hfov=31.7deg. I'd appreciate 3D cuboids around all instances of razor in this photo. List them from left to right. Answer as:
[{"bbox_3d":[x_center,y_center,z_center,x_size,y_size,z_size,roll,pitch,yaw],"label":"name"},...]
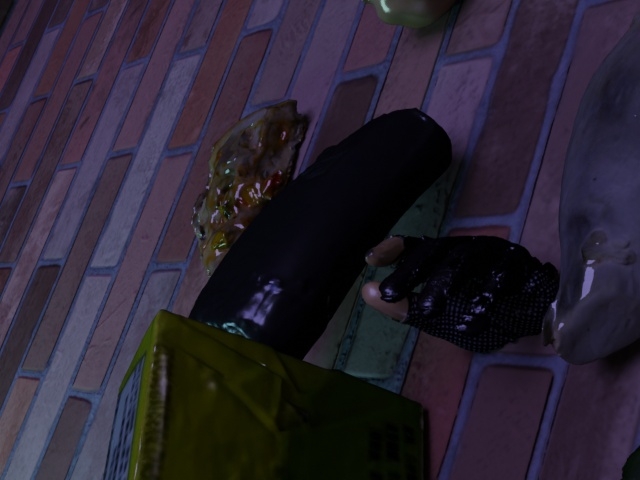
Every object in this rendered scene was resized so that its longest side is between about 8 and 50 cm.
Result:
[{"bbox_3d":[-0.002,-0.004,1.166,0.327,0.107,0.189,-50,18,-30],"label":"razor"}]

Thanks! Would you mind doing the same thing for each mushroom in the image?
[{"bbox_3d":[0.260,-0.056,0.973,0.109,0.097,0.351,-13,52,47],"label":"mushroom"}]

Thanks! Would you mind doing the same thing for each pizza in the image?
[{"bbox_3d":[-0.112,-0.044,1.470,0.189,0.071,0.297,-17,52,45],"label":"pizza"}]

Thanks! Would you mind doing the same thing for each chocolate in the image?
[{"bbox_3d":[-0.058,0.251,0.983,0.137,0.289,0.300,-39,37,44],"label":"chocolate"}]

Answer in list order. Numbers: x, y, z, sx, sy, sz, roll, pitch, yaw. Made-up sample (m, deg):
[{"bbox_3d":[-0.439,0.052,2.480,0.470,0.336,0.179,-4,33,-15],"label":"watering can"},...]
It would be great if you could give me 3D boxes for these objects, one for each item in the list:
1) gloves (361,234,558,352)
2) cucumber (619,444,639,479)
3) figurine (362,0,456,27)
[{"bbox_3d":[0.115,0.031,1.013,0.129,0.181,0.106,11,74,55],"label":"gloves"},{"bbox_3d":[0.314,0.161,0.728,0.325,0.105,0.145,-5,62,54],"label":"cucumber"},{"bbox_3d":[0.109,-0.335,1.391,0.196,0.114,0.108,-97,24,-57],"label":"figurine"}]
